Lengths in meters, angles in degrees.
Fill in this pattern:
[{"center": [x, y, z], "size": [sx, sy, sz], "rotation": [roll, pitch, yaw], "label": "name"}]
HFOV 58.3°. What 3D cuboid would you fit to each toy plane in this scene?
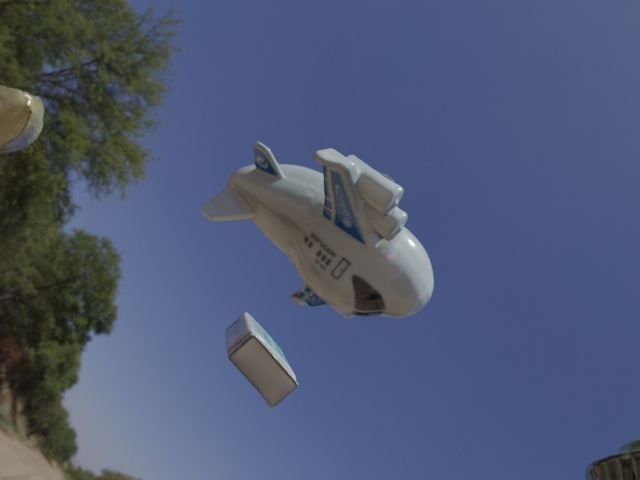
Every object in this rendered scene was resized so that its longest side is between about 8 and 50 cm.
[{"center": [0.004, -0.003, 0.637], "size": [0.266, 0.123, 0.267], "rotation": [28, -35, 22], "label": "toy plane"}]

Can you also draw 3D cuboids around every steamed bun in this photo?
[{"center": [-0.509, -0.176, 0.855], "size": [0.231, 0.111, 0.212], "rotation": [15, -2, 1], "label": "steamed bun"}]

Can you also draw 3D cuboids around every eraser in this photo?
[{"center": [-0.093, 0.166, 0.845], "size": [0.095, 0.052, 0.225], "rotation": [50, -8, -7], "label": "eraser"}]

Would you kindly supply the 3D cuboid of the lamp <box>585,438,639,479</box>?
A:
[{"center": [0.240, 0.248, 0.314], "size": [0.205, 0.374, 0.272], "rotation": [-28, -115, 39], "label": "lamp"}]
